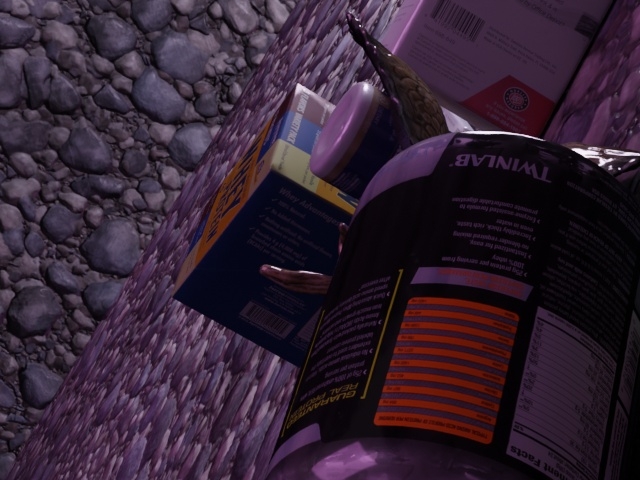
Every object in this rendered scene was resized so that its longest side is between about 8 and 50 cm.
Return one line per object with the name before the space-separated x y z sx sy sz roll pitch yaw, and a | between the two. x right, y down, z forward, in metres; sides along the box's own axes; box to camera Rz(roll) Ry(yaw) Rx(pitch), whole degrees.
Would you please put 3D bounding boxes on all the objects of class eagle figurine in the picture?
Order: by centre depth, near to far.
eagle figurine | 0.109 -0.034 1.302 0.225 0.226 0.298 61 149 34

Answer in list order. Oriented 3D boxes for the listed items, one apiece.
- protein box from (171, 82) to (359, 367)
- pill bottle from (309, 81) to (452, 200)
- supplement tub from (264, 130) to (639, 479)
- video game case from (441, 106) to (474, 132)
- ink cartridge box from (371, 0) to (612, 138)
protein box | 0.000 0.000 1.671 0.201 0.199 0.136 -50 16 39
pill bottle | 0.084 -0.061 1.537 0.094 0.169 0.094 -56 13 21
supplement tub | 0.084 0.114 1.044 0.207 0.207 0.338 -47 17 47
video game case | 0.108 -0.071 1.830 0.143 0.019 0.157 -59 12 11
ink cartridge box | 0.168 -0.218 1.581 0.218 0.158 0.092 -61 11 -2
